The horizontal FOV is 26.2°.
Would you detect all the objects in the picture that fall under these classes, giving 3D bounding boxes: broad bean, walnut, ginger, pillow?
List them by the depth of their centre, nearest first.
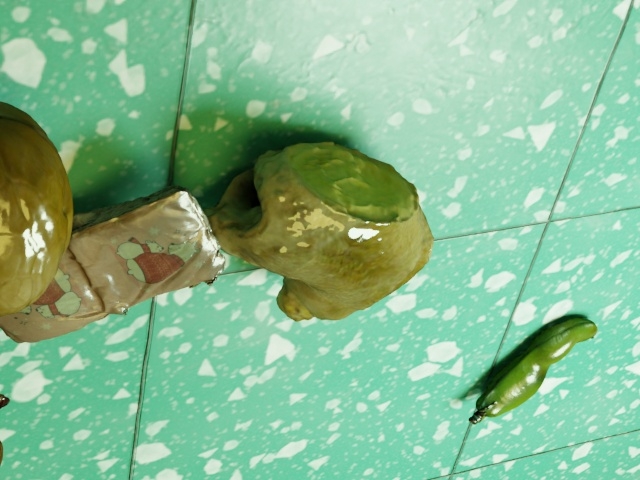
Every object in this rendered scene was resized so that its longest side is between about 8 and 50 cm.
[{"bbox_3d":[-0.297,-0.026,1.199,0.167,0.167,0.207,-14,129,-18],"label":"walnut"},{"bbox_3d":[-0.222,0.024,1.366,0.248,0.049,0.135,-19,133,10],"label":"pillow"},{"bbox_3d":[0.000,0.000,1.439,0.275,0.130,0.221,7,140,-27],"label":"ginger"},{"bbox_3d":[0.281,0.174,1.845,0.213,0.048,0.070,-38,139,6],"label":"broad bean"}]

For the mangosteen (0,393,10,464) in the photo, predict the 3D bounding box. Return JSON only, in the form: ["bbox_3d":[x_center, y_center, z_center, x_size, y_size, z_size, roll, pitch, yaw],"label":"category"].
[{"bbox_3d":[-0.432,0.231,1.335,0.287,0.233,0.287,-14,131,-17],"label":"mangosteen"}]
